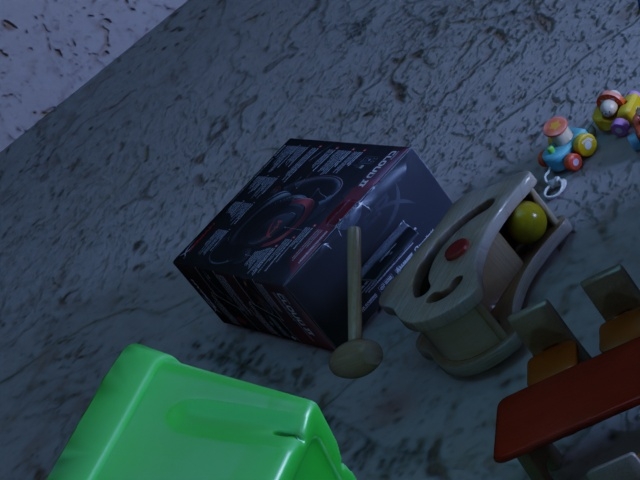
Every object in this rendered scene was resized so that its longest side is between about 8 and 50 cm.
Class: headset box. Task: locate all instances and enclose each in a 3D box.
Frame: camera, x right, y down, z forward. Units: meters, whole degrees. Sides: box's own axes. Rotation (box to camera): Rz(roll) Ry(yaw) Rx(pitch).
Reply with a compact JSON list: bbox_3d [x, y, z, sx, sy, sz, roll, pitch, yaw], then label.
[{"bbox_3d":[0.000,0.000,2.038,0.218,0.110,0.293,-48,26,-19],"label":"headset box"}]

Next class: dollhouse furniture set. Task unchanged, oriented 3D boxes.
[{"bbox_3d":[0.252,0.108,1.475,0.259,0.135,0.262,-27,27,23],"label":"dollhouse furniture set"}]

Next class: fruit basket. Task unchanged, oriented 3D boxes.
[{"bbox_3d":[-0.141,0.295,1.412,0.392,0.392,0.283,-18,31,38],"label":"fruit basket"}]

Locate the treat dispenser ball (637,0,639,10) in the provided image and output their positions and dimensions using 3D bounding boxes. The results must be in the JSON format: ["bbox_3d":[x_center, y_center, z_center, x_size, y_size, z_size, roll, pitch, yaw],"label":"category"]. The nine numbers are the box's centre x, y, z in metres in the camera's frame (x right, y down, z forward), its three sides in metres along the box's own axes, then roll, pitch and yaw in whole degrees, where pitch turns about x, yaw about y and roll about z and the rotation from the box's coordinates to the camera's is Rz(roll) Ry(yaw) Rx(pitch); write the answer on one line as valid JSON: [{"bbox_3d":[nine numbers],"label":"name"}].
[{"bbox_3d":[0.393,-0.222,1.447,0.288,0.288,0.288,-31,25,16],"label":"treat dispenser ball"}]

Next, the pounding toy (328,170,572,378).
[{"bbox_3d":[0.123,0.027,1.769,0.269,0.155,0.154,-50,23,-25],"label":"pounding toy"}]

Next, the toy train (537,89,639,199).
[{"bbox_3d":[0.293,-0.114,1.912,0.166,0.046,0.125,-29,26,20],"label":"toy train"}]
